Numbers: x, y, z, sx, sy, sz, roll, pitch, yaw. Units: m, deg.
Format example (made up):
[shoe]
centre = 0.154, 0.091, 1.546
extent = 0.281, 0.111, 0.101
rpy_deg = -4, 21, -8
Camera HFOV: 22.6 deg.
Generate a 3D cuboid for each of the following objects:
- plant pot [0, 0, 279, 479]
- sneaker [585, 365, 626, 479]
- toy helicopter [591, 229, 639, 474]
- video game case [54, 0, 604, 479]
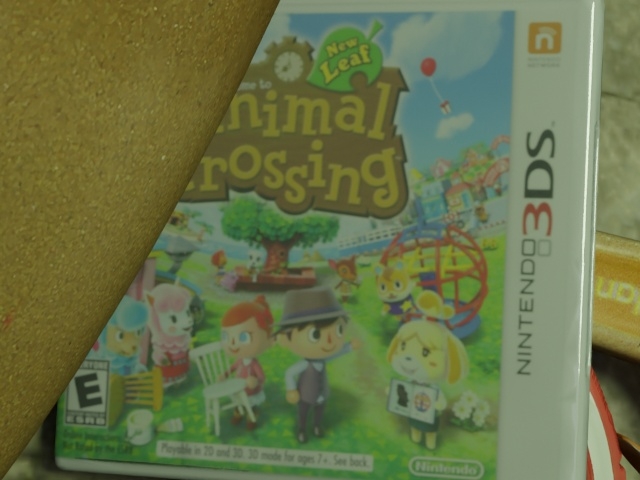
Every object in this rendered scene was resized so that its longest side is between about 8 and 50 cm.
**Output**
[plant pot]
centre = -0.155, -0.021, 0.532
extent = 0.237, 0.237, 0.254
rpy_deg = 16, 95, -25
[sneaker]
centre = 0.047, 0.137, 0.656
extent = 0.128, 0.087, 0.221
rpy_deg = -13, 117, -22
[toy helicopter]
centre = 0.174, 0.054, 0.750
extent = 0.355, 0.140, 0.235
rpy_deg = 16, 90, -14
[video game case]
centre = 0.000, 0.000, 0.626
extent = 0.212, 0.023, 0.193
rpy_deg = 2, 86, 18
